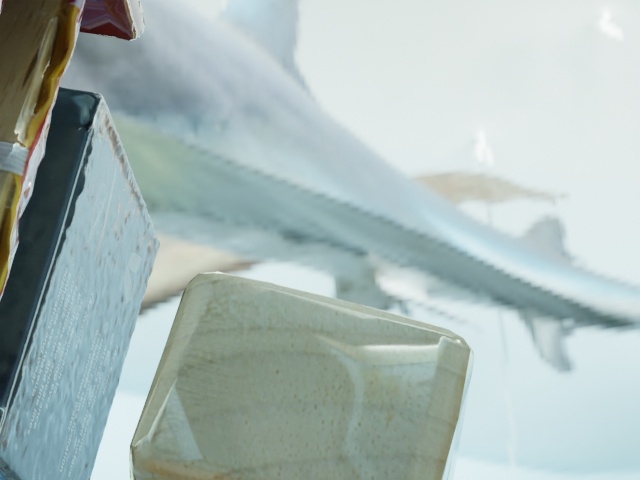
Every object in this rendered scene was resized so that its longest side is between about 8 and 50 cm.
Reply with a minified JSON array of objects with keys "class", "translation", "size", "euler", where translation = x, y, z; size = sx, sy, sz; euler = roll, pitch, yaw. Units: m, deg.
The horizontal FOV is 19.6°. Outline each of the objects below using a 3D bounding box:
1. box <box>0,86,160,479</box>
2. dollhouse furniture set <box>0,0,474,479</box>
[{"class":"box","translation":[-0.141,0.032,0.792],"size":[0.093,0.156,0.158],"euler":[11,-22,9]},{"class":"dollhouse furniture set","translation":[0.000,0.000,0.433],"size":[0.374,0.201,0.152],"euler":[11,-27,5]}]
